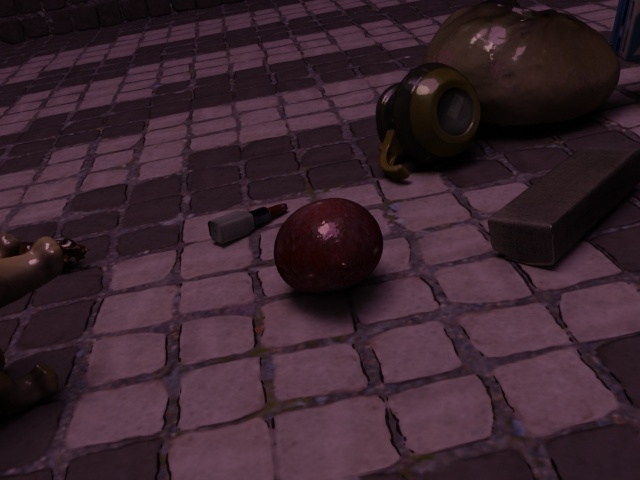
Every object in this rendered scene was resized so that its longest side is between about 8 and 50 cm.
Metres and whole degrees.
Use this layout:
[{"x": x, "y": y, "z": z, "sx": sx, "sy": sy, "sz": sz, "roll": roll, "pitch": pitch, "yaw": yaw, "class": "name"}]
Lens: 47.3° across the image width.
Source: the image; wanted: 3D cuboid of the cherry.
[{"x": 0.000, "y": 0.000, "z": 0.740, "sx": 0.107, "sy": 0.090, "sz": 0.225, "roll": -29, "pitch": 11, "yaw": -5, "class": "cherry"}]

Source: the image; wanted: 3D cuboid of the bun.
[{"x": 0.279, "y": -0.257, "z": 1.044, "sx": 0.272, "sy": 0.168, "sz": 0.273, "roll": 1, "pitch": 27, "yaw": 0, "class": "bun"}]

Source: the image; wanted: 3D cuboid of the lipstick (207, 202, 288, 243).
[{"x": -0.081, "y": -0.026, "z": 0.868, "sx": 0.107, "sy": 0.025, "sz": 0.025, "roll": -22, "pitch": 30, "yaw": -35, "class": "lipstick"}]

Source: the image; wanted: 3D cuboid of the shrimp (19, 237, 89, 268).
[{"x": -0.360, "y": 0.037, "z": 0.832, "sx": 0.178, "sy": 0.034, "sz": 0.124, "roll": -3, "pitch": 31, "yaw": 17, "class": "shrimp"}]

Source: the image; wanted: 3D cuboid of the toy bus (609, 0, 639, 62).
[{"x": 0.560, "y": -0.281, "z": 0.995, "sx": 0.297, "sy": 0.106, "sz": 0.131, "roll": 9, "pitch": 23, "yaw": 12, "class": "toy bus"}]

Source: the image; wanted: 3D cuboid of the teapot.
[{"x": 0.129, "y": -0.149, "z": 0.951, "sx": 0.166, "sy": 0.130, "sz": 0.119, "roll": -56, "pitch": 26, "yaw": -14, "class": "teapot"}]

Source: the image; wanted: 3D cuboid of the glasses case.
[{"x": 0.258, "y": -0.041, "z": 0.756, "sx": 0.070, "sy": 0.047, "sz": 0.205, "roll": 11, "pitch": 34, "yaw": 43, "class": "glasses case"}]

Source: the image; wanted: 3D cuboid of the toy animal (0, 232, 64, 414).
[{"x": -0.304, "y": 0.052, "z": 0.583, "sx": 0.121, "sy": 0.233, "sz": 0.168, "roll": 19, "pitch": 30, "yaw": 35, "class": "toy animal"}]
